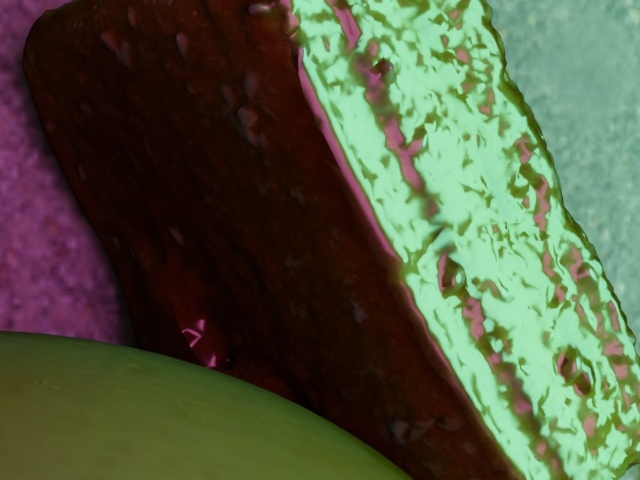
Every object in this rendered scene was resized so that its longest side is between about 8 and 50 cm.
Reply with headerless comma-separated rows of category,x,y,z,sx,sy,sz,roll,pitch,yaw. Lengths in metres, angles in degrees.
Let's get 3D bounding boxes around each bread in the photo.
bread,0.000,0.000,0.659,0.110,0.184,0.234,-33,103,-31

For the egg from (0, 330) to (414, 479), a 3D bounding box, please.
egg,-0.094,0.175,0.539,0.374,0.301,0.301,24,78,-16
